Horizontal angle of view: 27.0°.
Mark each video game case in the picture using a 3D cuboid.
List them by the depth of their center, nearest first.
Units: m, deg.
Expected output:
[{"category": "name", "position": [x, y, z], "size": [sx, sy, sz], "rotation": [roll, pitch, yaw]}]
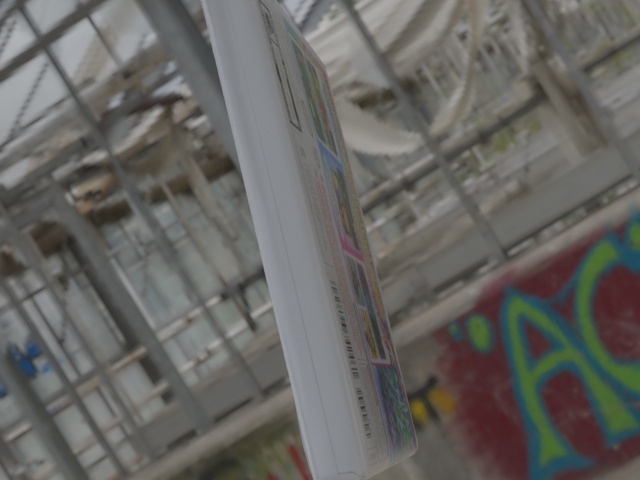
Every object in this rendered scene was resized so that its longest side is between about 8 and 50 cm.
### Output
[{"category": "video game case", "position": [0.000, 0.000, 0.447], "size": [0.019, 0.157, 0.143], "rotation": [-15, -8, 8]}]
